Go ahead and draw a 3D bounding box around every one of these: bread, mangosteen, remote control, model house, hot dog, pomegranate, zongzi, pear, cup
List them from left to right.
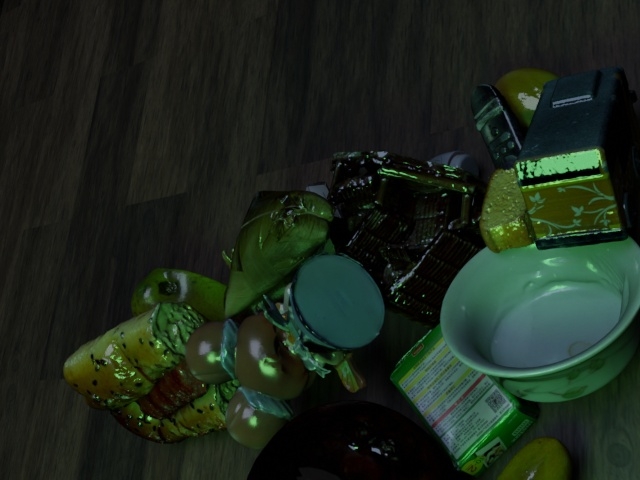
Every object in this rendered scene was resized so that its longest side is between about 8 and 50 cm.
[{"bbox_3d":[-0.367,0.314,1.827,0.365,0.367,0.196,-18,38,35],"label":"hot dog"},{"bbox_3d":[-0.318,0.174,1.921,0.292,0.292,0.159,-2,60,38],"label":"pear"},{"bbox_3d":[-0.117,0.108,1.802,0.198,0.198,0.246,18,116,41],"label":"pomegranate"},{"bbox_3d":[-0.095,0.043,1.597,0.300,0.145,0.274,-65,17,-5],"label":"zongzi"},{"bbox_3d":[0.035,0.487,1.422,0.381,0.381,0.421,33,93,42],"label":"mangosteen"},{"bbox_3d":[0.170,0.002,1.586,0.297,0.317,0.282,-9,58,51],"label":"model house"},{"bbox_3d":[0.370,-0.185,1.604,0.090,0.066,0.266,-36,69,46],"label":"remote control"},{"bbox_3d":[0.346,-0.064,1.483,0.103,0.065,0.187,-7,43,38],"label":"bread"},{"bbox_3d":[0.393,0.139,1.388,0.347,0.163,0.347,-23,32,16],"label":"cup"}]

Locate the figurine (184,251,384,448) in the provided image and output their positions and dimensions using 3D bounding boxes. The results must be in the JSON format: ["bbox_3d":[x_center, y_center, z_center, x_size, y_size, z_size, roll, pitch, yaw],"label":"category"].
[{"bbox_3d":[-0.067,0.211,1.576,0.276,0.248,0.388,58,142,10],"label":"figurine"}]

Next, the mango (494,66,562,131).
[{"bbox_3d":[0.432,-0.277,1.629,0.195,0.092,0.130,13,79,32],"label":"mango"}]

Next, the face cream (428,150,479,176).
[{"bbox_3d":[0.269,-0.138,1.693,0.095,0.091,0.091,1,72,48],"label":"face cream"}]

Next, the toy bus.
[{"bbox_3d":[0.447,-0.147,1.406,0.162,0.194,0.323,-9,32,32],"label":"toy bus"}]

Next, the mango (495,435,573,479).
[{"bbox_3d":[0.332,0.445,1.354,0.130,0.167,0.262,24,84,28],"label":"mango"}]

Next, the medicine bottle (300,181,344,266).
[{"bbox_3d":[0.000,0.000,1.801,0.201,0.052,0.171,110,146,-48],"label":"medicine bottle"}]

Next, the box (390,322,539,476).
[{"bbox_3d":[0.256,0.287,1.512,0.180,0.103,0.250,-48,51,12],"label":"box"}]

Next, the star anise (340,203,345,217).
[{"bbox_3d":[0.064,-0.009,1.812,0.097,0.070,0.190,-42,49,11],"label":"star anise"}]
